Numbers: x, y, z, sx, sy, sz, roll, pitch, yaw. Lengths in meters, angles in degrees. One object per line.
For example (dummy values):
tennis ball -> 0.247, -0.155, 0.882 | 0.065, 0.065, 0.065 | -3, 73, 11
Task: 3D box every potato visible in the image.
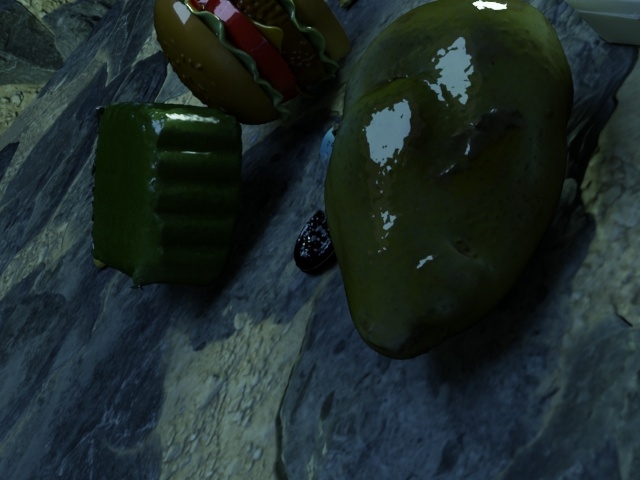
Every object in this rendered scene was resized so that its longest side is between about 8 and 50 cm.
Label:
potato -> 0.112, -0.058, 0.906 | 0.218, 0.202, 0.351 | 0, 63, 30

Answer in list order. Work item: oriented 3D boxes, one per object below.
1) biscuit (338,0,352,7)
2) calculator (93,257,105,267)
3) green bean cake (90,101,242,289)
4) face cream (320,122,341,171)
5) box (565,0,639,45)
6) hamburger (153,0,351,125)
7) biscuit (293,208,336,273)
biscuit -> 0.108, -0.477, 1.622 | 0.231, 0.016, 0.139 | -42, 28, 20
calculator -> -0.351, -0.051, 1.839 | 0.157, 0.033, 0.237 | -31, 35, 36
green bean cake -> -0.216, -0.069, 1.418 | 0.249, 0.156, 0.247 | 14, 101, 57
face cream -> 0.075, -0.084, 1.129 | 0.075, 0.075, 0.229 | -54, 25, -2
box -> 0.337, -0.275, 0.928 | 0.199, 0.081, 0.135 | -55, 27, 0
hamburger -> -0.113, -0.289, 1.444 | 0.212, 0.274, 0.274 | -43, 26, -4
biscuit -> 0.000, 0.000, 1.203 | 0.087, 0.027, 0.089 | -24, 38, 46
